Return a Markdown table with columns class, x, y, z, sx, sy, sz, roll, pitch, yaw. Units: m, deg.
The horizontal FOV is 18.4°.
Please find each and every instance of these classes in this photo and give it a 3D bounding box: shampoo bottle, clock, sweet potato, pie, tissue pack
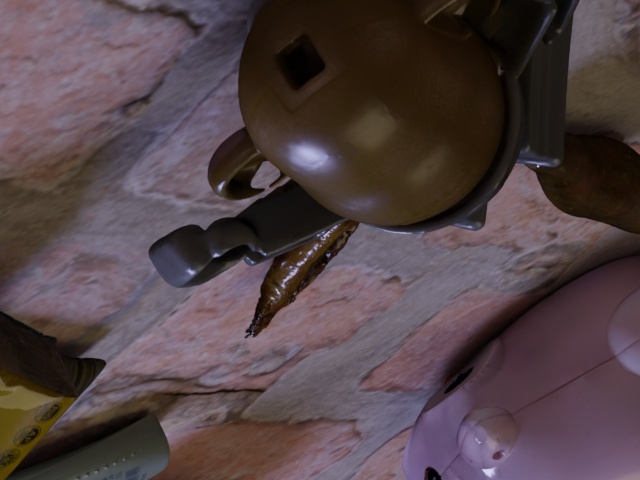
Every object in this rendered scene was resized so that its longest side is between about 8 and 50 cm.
| class | x | y | z | sx | sy | sz | roll | pitch | yaw |
| --- | --- | --- | --- | --- | --- | --- | --- | --- | --- |
| shampoo bottle | -0.224 | 0.204 | 1.634 | 0.212 | 0.049 | 0.072 | -19 | 158 | -32 |
| clock | 0.279 | 0.205 | 2.042 | 0.376 | 0.250 | 0.368 | -21 | 155 | -28 |
| sweet potato | 0.225 | -0.059 | 1.674 | 0.077 | 0.077 | 0.243 | -41 | 148 | 19 |
| pie | 0.002 | -0.002 | 1.536 | 0.088 | 0.033 | 0.191 | -30 | 162 | -53 |
| tissue pack | -0.259 | 0.121 | 1.305 | 0.120 | 0.082 | 0.169 | 30 | 112 | -35 |

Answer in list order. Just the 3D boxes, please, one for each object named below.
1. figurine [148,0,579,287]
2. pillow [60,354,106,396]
| class | x | y | z | sx | sy | sz | roll | pitch | yaw |
| --- | --- | --- | --- | --- | --- | --- | --- | --- | --- |
| figurine | 0.047 | -0.088 | 1.241 | 0.342 | 0.167 | 0.285 | -61 | 159 | 12 |
| pillow | -0.248 | 0.116 | 1.433 | 0.113 | 0.038 | 0.203 | -43 | 157 | 16 |
